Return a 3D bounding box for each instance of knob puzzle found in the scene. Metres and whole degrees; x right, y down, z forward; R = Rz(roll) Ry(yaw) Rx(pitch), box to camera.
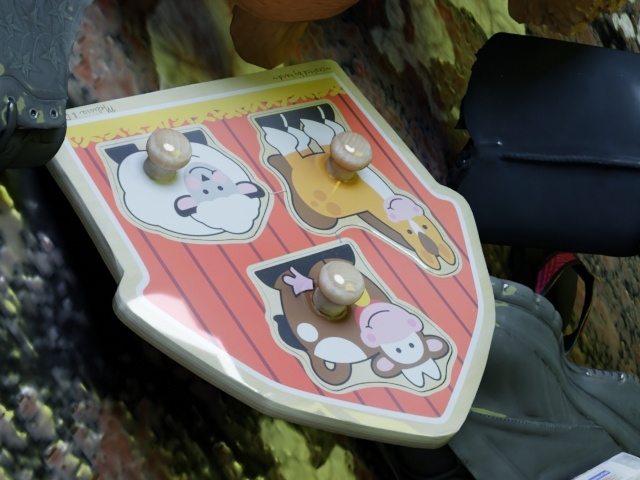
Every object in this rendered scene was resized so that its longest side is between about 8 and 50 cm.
[{"bbox_3d":[0.000,0.000,0.548,0.213,0.030,0.213,17,44,-17],"label":"knob puzzle"}]

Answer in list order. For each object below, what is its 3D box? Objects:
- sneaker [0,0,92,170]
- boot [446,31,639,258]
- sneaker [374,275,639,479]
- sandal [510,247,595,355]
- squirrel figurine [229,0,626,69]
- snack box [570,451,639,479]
[{"bbox_3d":[-0.127,-0.045,0.480,0.089,0.051,0.170,28,49,-40],"label":"sneaker"},{"bbox_3d":[0.180,0.002,0.772,0.094,0.207,0.246,-17,109,-53],"label":"boot"},{"bbox_3d":[0.083,0.101,0.669,0.286,0.109,0.130,31,64,-38],"label":"sneaker"},{"bbox_3d":[0.147,0.042,0.838,0.067,0.040,0.179,54,37,-24],"label":"sandal"},{"bbox_3d":[0.067,-0.254,0.641,0.397,0.281,0.370,25,61,-30],"label":"squirrel figurine"},{"bbox_3d":[0.130,0.199,0.671,0.064,0.022,0.178,-10,114,-54],"label":"snack box"}]
